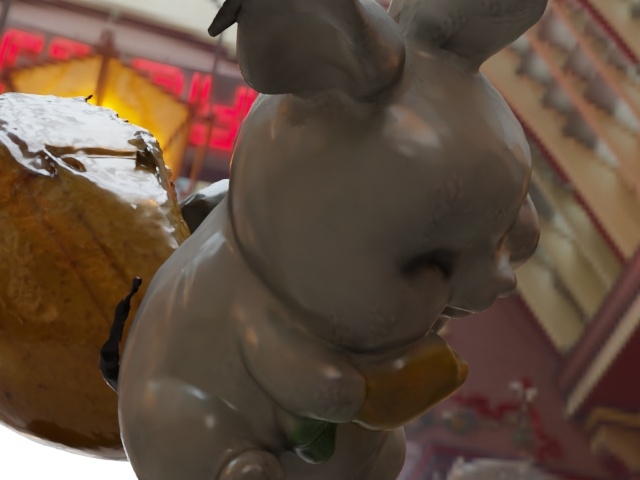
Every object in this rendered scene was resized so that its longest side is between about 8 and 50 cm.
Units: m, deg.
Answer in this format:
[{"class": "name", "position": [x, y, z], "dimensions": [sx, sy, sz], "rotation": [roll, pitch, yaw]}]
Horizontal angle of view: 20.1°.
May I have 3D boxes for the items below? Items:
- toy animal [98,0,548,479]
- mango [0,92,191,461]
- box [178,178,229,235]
[{"class": "toy animal", "position": [0.004, 0.002, 0.816], "dimensions": [0.154, 0.208, 0.325], "rotation": [35, -47, 38]}, {"class": "mango", "position": [-0.154, 0.029, 1.168], "dimensions": [0.201, 0.350, 0.199], "rotation": [28, -75, -43]}, {"class": "box", "position": [-0.052, 0.019, 1.640], "dimensions": [0.148, 0.210, 0.129], "rotation": [50, -55, 13]}]
